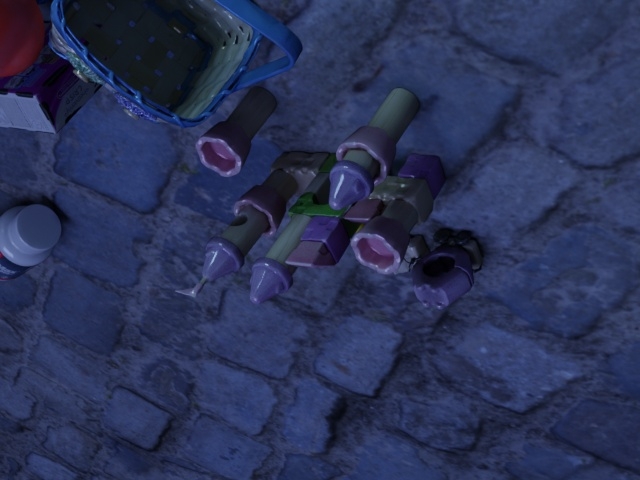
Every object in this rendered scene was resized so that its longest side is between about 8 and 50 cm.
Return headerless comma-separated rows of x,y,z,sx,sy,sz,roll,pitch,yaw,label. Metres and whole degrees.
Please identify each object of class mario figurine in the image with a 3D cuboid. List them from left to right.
-0.411,-0.293,1.431,0.170,0.320,0.198,-9,106,-3,mario figurine

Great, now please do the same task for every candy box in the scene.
-0.413,-0.230,1.642,0.233,0.159,0.071,11,139,31,candy box

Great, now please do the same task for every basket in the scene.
-0.176,-0.251,1.376,0.255,0.201,0.289,36,155,-17,basket

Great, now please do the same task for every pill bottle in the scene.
-0.522,-0.001,2.064,0.108,0.108,0.180,44,144,-16,pill bottle

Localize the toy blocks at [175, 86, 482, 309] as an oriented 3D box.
0.000,0.000,1.495,0.288,0.260,0.309,5,137,35,toy blocks
